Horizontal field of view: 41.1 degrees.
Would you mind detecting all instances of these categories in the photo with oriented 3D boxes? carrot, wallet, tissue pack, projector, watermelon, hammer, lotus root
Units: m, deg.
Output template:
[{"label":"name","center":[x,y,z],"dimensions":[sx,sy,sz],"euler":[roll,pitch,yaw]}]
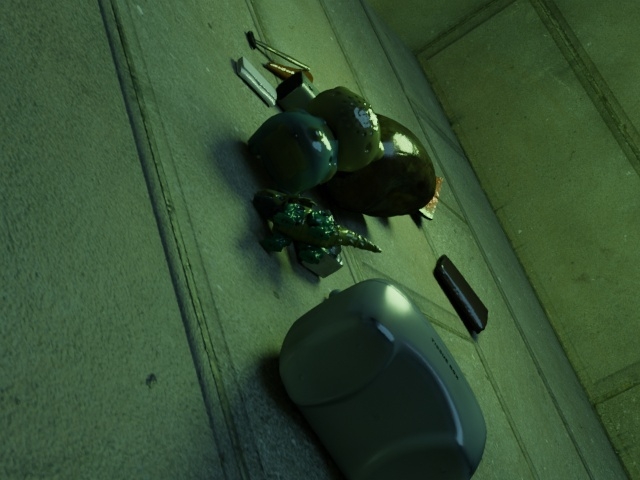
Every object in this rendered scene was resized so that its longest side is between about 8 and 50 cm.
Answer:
[{"label":"carrot","center":[-0.080,-0.423,2.162],"dimensions":[0.216,0.048,0.048],"euler":[2,59,-62]},{"label":"wallet","center":[-0.144,-0.358,1.927],"dimensions":[0.122,0.025,0.061],"euler":[43,31,-38]},{"label":"tissue pack","center":[0.000,-0.001,1.655],"dimensions":[0.085,0.079,0.111],"euler":[37,28,-47]},{"label":"projector","center":[-0.051,-0.341,2.037],"dimensions":[0.082,0.083,0.083],"euler":[45,22,-33]},{"label":"watermelon","center":[0.287,-0.155,2.592],"dimensions":[0.145,0.137,0.193],"euler":[18,29,-7]},{"label":"hammer","center":[-0.100,-0.465,2.142],"dimensions":[0.198,0.013,0.062],"euler":[19,42,-40]},{"label":"wallet","center":[0.410,0.151,2.490],"dimensions":[0.229,0.049,0.182],"euler":[56,19,-3]},{"label":"lotus root","center":[0.116,-0.178,1.987],"dimensions":[0.346,0.250,0.251],"euler":[11,50,-63]},{"label":"tissue pack","center":[0.101,0.229,1.324],"dimensions":[0.333,0.229,0.236],"euler":[57,20,-6]}]

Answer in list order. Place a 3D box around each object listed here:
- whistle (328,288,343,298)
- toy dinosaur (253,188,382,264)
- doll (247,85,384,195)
[{"label":"whistle","center":[0.030,0.124,1.610],"dimensions":[0.035,0.035,0.100],"euler":[51,22,-22]},{"label":"toy dinosaur","center":[-0.009,-0.016,1.558],"dimensions":[0.259,0.094,0.153],"euler":[24,28,-2]},{"label":"doll","center":[0.006,-0.206,1.716],"dimensions":[0.260,0.161,0.177],"euler":[-27,84,-39]}]
